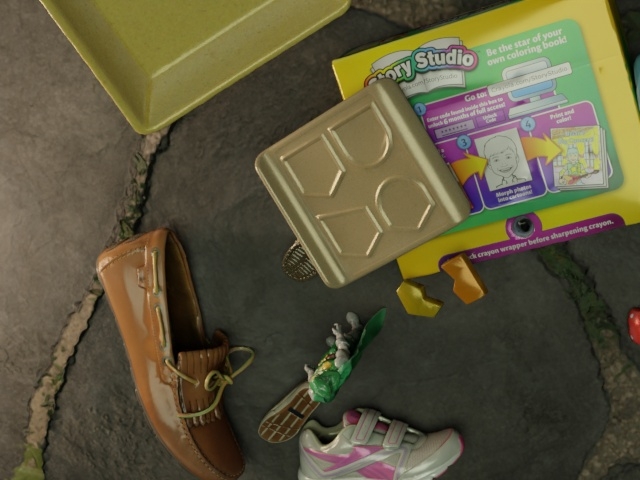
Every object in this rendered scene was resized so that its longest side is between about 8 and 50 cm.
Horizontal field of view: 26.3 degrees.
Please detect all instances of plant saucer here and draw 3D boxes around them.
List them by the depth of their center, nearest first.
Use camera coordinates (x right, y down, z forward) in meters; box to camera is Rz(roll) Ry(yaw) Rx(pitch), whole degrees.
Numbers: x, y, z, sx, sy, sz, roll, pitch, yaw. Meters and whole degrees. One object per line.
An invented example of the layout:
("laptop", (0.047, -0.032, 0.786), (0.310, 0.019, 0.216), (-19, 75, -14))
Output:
("plant saucer", (-0.180, -0.352, 1.716), (0.333, 0.081, 0.332), (-32, 120, 4))

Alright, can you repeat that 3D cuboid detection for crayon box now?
("crayon box", (0.236, -0.145, 1.781), (0.363, 0.106, 0.313), (-15, 100, 20))

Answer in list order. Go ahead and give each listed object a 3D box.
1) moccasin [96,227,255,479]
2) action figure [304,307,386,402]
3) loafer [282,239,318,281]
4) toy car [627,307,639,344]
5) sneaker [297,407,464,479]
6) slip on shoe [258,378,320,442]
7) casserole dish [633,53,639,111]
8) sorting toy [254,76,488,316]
("moccasin", (-0.185, 0.166, 1.942), (0.147, 0.139, 0.380), (-17, 91, 22))
("action figure", (0.021, 0.163, 1.846), (0.063, 0.232, 0.137), (37, 106, 0))
("loafer", (0.000, 0.000, 1.906), (0.056, 0.050, 0.148), (41, 122, 1))
("toy car", (0.560, 0.091, 1.830), (0.239, 0.053, 0.225), (27, 107, 2))
("sneaker", (0.076, 0.292, 1.937), (0.252, 0.103, 0.111), (-11, 103, 11))
("slip on shoe", (-0.040, 0.243, 1.978), (0.051, 0.041, 0.135), (35, 124, -6))
("casserole dish", (0.437, -0.177, 1.726), (0.037, 0.188, 0.114), (-13, 71, 29))
("sorting toy", (0.080, -0.032, 1.789), (0.229, 0.041, 0.307), (-30, 94, 26))
